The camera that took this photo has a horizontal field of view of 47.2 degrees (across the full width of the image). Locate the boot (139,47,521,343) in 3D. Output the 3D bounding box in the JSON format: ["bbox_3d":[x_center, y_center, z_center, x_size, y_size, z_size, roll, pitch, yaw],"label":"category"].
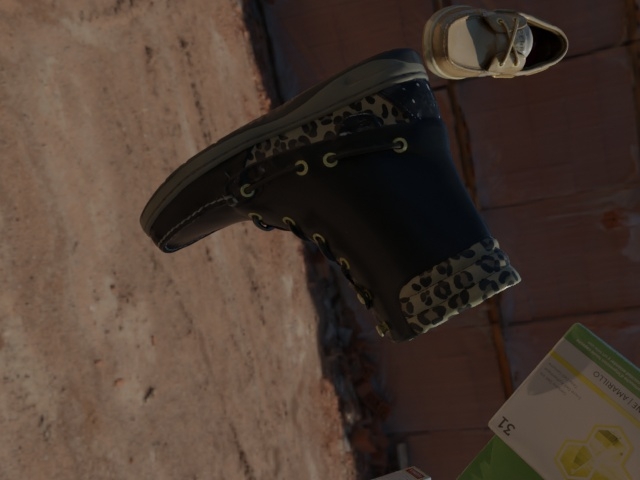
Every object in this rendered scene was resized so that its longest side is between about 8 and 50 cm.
[{"bbox_3d":[0.000,0.000,0.508,0.178,0.237,0.085,63,17,6],"label":"boot"}]

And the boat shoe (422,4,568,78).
[{"bbox_3d":[0.152,-0.168,0.617,0.170,0.059,0.062,-17,109,-43],"label":"boat shoe"}]

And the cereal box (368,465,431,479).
[{"bbox_3d":[0.051,0.435,1.041,0.047,0.240,0.172,18,-69,58],"label":"cereal box"}]

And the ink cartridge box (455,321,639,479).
[{"bbox_3d":[0.210,0.213,0.617,0.171,0.235,0.056,43,8,31],"label":"ink cartridge box"}]
